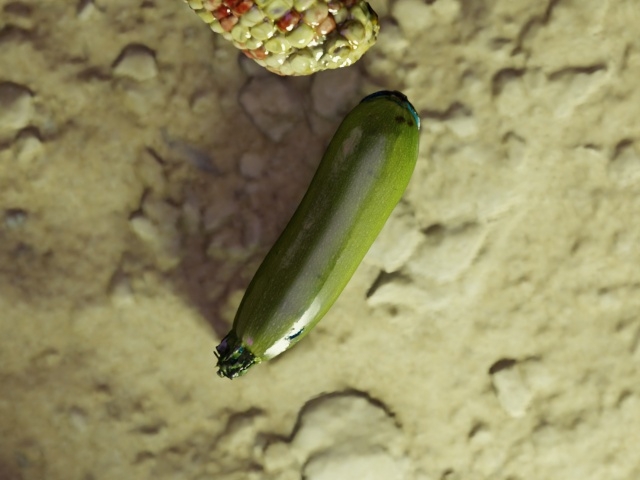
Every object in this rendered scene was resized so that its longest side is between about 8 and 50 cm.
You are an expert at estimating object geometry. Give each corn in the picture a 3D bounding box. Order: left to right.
[{"bbox_3d":[-0.072,-0.181,0.957,0.086,0.086,0.253,-44,100,1],"label":"corn"}]

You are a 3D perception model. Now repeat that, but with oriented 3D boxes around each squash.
[{"bbox_3d":[0.000,0.000,0.997,0.052,0.052,0.183,32,91,-7],"label":"squash"}]
